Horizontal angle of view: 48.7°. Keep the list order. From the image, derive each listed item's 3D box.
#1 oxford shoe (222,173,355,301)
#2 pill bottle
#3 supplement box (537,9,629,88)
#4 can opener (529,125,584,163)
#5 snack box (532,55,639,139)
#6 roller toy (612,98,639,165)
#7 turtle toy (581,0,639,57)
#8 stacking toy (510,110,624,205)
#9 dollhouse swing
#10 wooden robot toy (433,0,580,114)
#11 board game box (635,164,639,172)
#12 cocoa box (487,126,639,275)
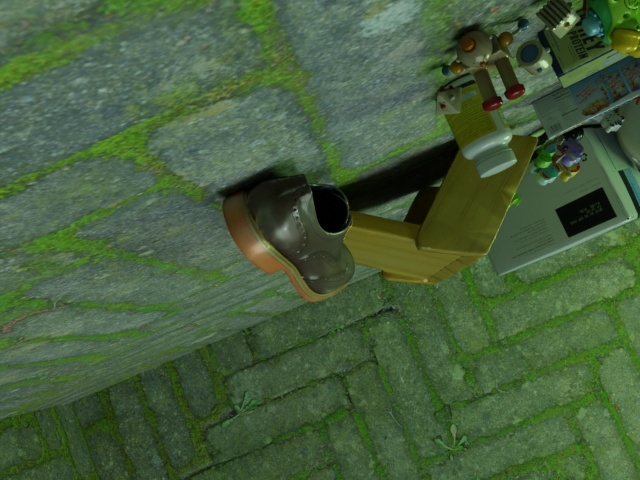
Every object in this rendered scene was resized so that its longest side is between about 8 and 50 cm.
[{"bbox_3d":[0.000,0.000,1.037,0.133,0.130,0.364,-27,160,13],"label":"oxford shoe"},{"bbox_3d":[0.193,-0.139,0.861,0.065,0.116,0.065,-22,171,-4],"label":"pill bottle"},{"bbox_3d":[0.306,-0.226,0.818,0.083,0.056,0.083,-26,171,22],"label":"supplement box"},{"bbox_3d":[0.433,-0.184,1.381,0.073,0.059,0.186,-15,168,-43],"label":"can opener"},{"bbox_3d":[0.426,-0.225,1.096,0.178,0.064,0.022,-25,169,18],"label":"snack box"},{"bbox_3d":[0.631,-0.213,1.267,0.209,0.191,0.146,-26,171,20],"label":"roller toy"},{"bbox_3d":[0.299,-0.232,0.698,0.066,0.095,0.130,18,-164,34],"label":"turtle toy"},{"bbox_3d":[0.417,-0.135,1.238,0.221,0.052,0.167,-32,162,-28],"label":"stacking toy"},{"bbox_3d":[0.151,-0.081,1.302,0.315,0.305,0.347,-63,179,-12],"label":"dollhouse swing"},{"bbox_3d":[0.173,-0.184,0.713,0.173,0.076,0.079,-28,159,29],"label":"wooden robot toy"},{"bbox_3d":[0.683,-0.224,1.520,0.035,0.136,0.201,-25,170,17],"label":"board game box"},{"bbox_3d":[0.566,-0.095,1.685,0.228,0.231,0.347,-14,168,-48],"label":"cocoa box"}]
